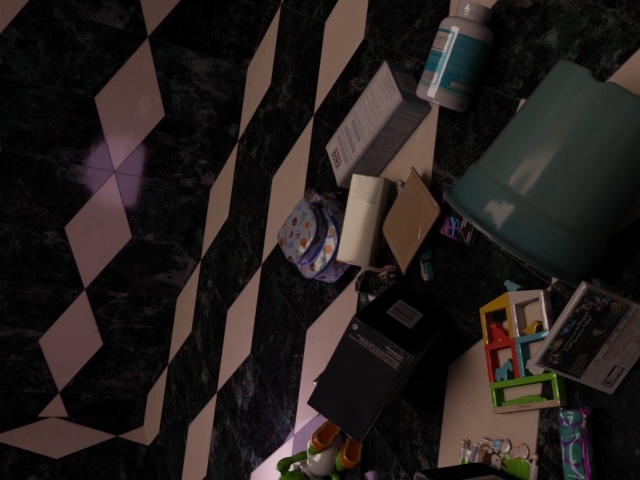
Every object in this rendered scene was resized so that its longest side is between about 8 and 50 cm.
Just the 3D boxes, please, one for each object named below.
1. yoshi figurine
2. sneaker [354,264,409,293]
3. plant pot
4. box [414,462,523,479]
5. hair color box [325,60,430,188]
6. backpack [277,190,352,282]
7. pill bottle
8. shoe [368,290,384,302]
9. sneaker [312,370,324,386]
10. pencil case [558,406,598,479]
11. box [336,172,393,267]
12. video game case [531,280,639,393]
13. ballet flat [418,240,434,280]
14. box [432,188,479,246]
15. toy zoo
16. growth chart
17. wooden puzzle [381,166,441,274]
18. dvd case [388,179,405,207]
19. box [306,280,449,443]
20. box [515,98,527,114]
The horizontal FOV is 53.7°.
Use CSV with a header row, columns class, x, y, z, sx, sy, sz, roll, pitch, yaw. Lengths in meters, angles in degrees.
class,x,y,z,sx,sy,sz,roll,pitch,yaw
yoshi figurine,-0.028,0.712,1.943,0.362,0.203,0.204,-54,46,42
sneaker,0.177,0.109,1.782,0.077,0.178,0.072,19,119,50
plant pot,0.472,-0.142,1.224,0.334,0.341,0.341,-60,35,18
box,0.343,0.694,1.267,0.293,0.212,0.396,1,86,57
hair color box,0.169,-0.348,1.978,0.374,0.113,0.185,-51,41,39
backpack,0.000,0.000,2.092,0.276,0.213,0.263,-58,48,29
pill bottle,0.360,-0.483,1.658,0.146,0.146,0.264,44,119,55
shoe,0.169,0.190,1.813,0.178,0.063,0.081,-5,-79,-81
sneaker,0.074,0.431,1.809,0.100,0.271,0.108,-42,50,5
pencil case,0.506,0.404,1.240,0.070,0.064,0.152,115,156,-74
box,0.136,-0.060,1.930,0.113,0.094,0.275,13,94,22
video game case,0.519,0.185,1.184,0.022,0.173,0.190,-83,15,-66
ballet flat,0.287,0.058,1.738,0.041,0.041,0.114,-33,53,52
box,0.362,-0.062,1.652,0.162,0.029,0.116,31,108,57
toy zoo,0.448,0.231,1.422,0.192,0.030,0.293,-31,55,53
growth chart,0.396,0.533,1.434,0.237,0.021,0.172,-9,75,56
wooden puzzle,0.255,-0.056,1.776,0.221,0.044,0.239,-109,35,-53
dvd case,0.251,-0.120,1.873,0.119,0.013,0.087,44,119,53
box,0.148,0.301,1.612,0.182,0.296,0.294,32,115,17
box,0.508,-0.235,1.444,0.186,0.038,0.145,41,117,57
